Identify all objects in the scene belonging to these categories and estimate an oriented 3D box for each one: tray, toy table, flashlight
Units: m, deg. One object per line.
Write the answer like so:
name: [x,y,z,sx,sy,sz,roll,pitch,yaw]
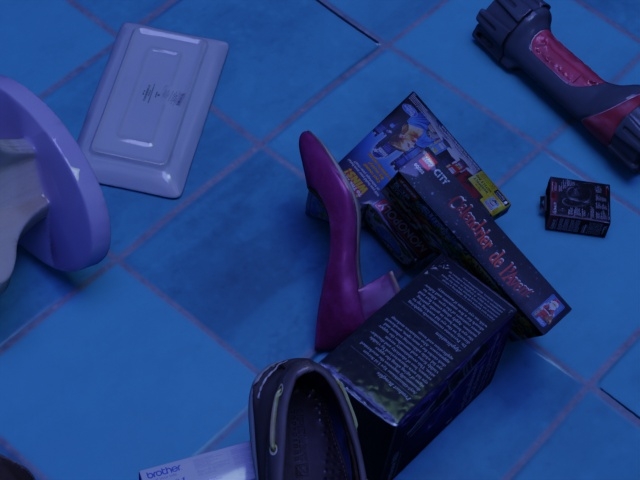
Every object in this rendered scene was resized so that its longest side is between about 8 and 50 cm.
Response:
tray: [-0.212,-0.174,1.885,0.145,0.030,0.270,12,53,2]
toy table: [-0.375,-0.056,1.667,0.274,0.252,0.161,36,40,29]
flashlight: [0.332,-0.216,1.931,0.103,0.103,0.304,-29,62,-23]

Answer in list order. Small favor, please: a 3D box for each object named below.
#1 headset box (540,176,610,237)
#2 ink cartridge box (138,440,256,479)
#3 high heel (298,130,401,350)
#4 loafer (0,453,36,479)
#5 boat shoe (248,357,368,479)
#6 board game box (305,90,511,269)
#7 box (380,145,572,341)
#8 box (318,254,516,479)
headset box: [0.309,-0.042,1.842,0.083,0.032,0.062,7,52,0]
ink cartridge box: [-0.080,0.248,1.541,0.207,0.097,0.046,-13,56,-16]
high heel: [0.000,0.000,1.715,0.117,0.082,0.244,-26,85,2]
loafer: [-0.431,0.191,1.512,0.366,0.133,0.130,20,49,15]
boat shoe: [-0.001,0.273,1.453,0.117,0.097,0.324,-6,84,-16]
board game box: [0.090,-0.054,1.805,0.194,0.060,0.194,-30,68,-19]
box: [0.166,0.008,1.662,0.044,0.159,0.233,-41,88,-7]
box: [0.094,0.141,1.607,0.108,0.153,0.207,38,59,20]
